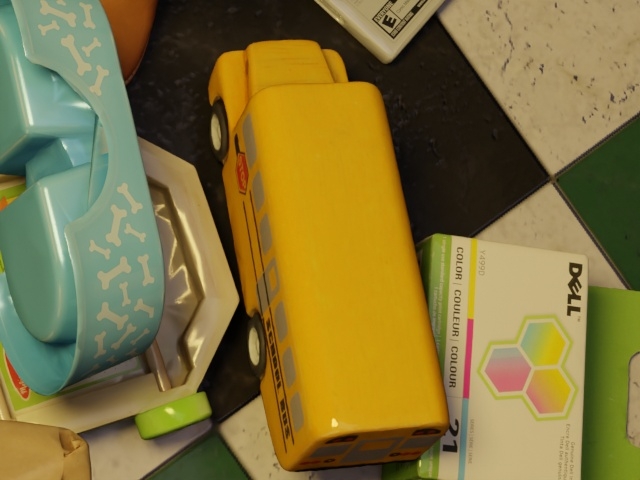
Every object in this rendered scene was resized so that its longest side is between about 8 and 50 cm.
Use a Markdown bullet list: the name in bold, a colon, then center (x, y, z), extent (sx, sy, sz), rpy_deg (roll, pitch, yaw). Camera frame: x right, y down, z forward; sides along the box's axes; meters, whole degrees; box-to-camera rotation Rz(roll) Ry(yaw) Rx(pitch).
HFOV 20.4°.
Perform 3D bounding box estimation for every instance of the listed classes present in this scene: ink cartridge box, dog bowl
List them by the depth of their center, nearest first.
- **dog bowl**: center (-0.180, -0.047, 1.202), extent (0.074, 0.166, 0.297), rpy_deg (-8, 80, -30)
- **ink cartridge box**: center (0.186, 0.107, 1.380), extent (0.255, 0.097, 0.189), rpy_deg (7, 76, -14)

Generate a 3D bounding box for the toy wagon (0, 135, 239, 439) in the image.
- **toy wagon**: center (-0.238, 0.041, 1.282), extent (0.344, 0.068, 0.267), rpy_deg (-17, 83, -19)

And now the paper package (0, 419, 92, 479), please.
- **paper package**: center (-0.269, 0.277, 1.073), extent (0.168, 0.325, 0.309), rpy_deg (7, 75, -27)

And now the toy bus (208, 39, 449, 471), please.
- **toy bus**: center (0.000, 0.000, 1.303), extent (0.108, 0.130, 0.333), rpy_deg (-4, 67, -18)

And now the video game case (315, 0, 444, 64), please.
- **video game case**: center (0.048, -0.282, 1.461), extent (0.193, 0.023, 0.212), rpy_deg (42, 71, -5)

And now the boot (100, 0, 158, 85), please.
- **boot**: center (-0.116, -0.231, 1.269), extent (0.109, 0.220, 0.283), rpy_deg (12, 97, -30)
